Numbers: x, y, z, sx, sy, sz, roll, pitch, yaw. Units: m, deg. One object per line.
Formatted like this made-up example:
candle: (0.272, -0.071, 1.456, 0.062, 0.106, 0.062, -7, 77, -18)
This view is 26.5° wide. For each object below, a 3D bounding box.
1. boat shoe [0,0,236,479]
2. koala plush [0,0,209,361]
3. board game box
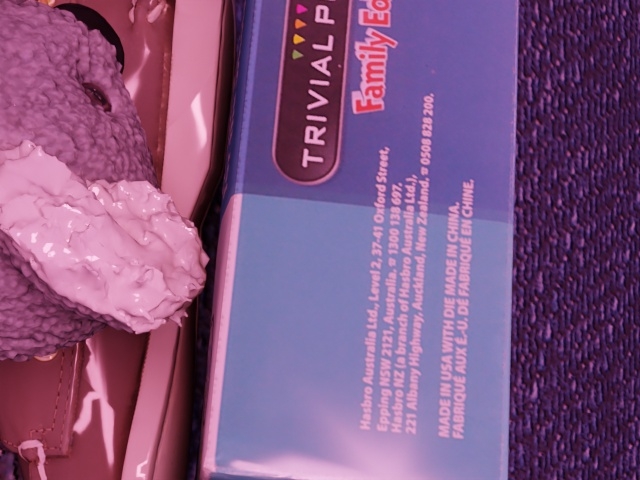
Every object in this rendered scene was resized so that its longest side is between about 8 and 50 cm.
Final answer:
boat shoe: (-0.102, 0.036, 0.600, 0.116, 0.097, 0.324, 80, 17, -88)
koala plush: (-0.142, -0.042, 0.455, 0.221, 0.196, 0.203, 46, 63, -16)
board game box: (0.000, 0.000, 0.522, 0.336, 0.079, 0.253, 107, -11, -68)
